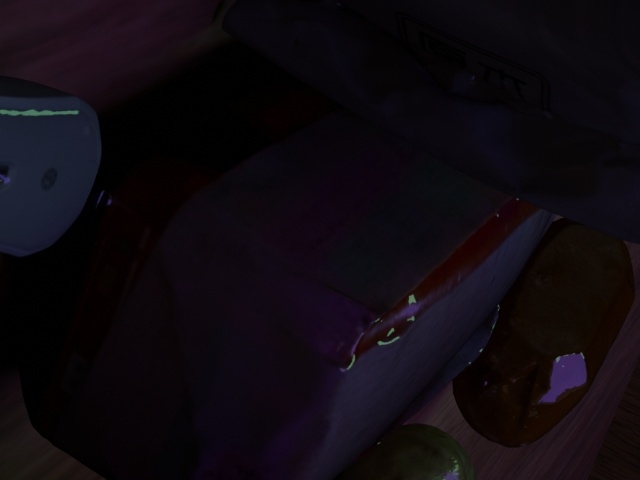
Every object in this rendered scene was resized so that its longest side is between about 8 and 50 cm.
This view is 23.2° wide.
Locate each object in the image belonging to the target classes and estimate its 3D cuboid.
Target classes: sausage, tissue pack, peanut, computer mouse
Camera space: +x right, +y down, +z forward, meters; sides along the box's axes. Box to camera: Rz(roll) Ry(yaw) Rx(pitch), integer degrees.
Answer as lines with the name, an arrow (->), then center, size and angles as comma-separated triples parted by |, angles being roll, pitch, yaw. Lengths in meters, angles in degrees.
sausage -> 0.198, 0.079, 1.388 | 0.258, 0.133, 0.133 | -53, 160, -44
tissue pack -> 0.085, -0.093, 0.617 | 0.145, 0.229, 0.159 | -64, 164, 4
peanut -> 0.059, 0.213, 1.188 | 0.140, 0.109, 0.159 | -35, 148, -59
computer mouse -> -0.111, -0.026, 0.472 | 0.110, 0.032, 0.056 | 5, 109, -61

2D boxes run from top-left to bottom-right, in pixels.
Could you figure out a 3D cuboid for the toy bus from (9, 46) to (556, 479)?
toy bus -> 0.000, 0.000, 0.661 | 0.303, 0.147, 0.127 | -33, 151, -58
